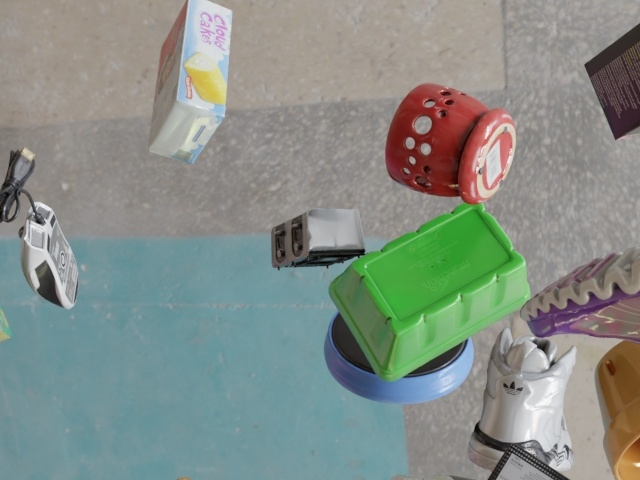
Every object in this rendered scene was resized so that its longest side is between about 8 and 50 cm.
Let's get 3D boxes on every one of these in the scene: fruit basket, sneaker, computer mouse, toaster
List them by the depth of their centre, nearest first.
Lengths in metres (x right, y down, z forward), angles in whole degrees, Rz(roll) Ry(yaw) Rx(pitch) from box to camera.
[{"bbox_3d":[0.271,0.055,0.576,0.236,0.095,0.105,-26,91,46],"label":"sneaker"},{"bbox_3d":[-0.293,0.002,0.739,0.042,0.106,0.193,-6,136,-4],"label":"computer mouse"},{"bbox_3d":[0.356,0.264,1.192,0.137,0.365,0.210,13,88,30],"label":"sneaker"},{"bbox_3d":[0.213,0.099,1.508,0.392,0.392,0.283,-42,66,24],"label":"fruit basket"},{"bbox_3d":[0.000,0.000,1.619,0.168,0.185,0.110,-20,73,56],"label":"toaster"}]

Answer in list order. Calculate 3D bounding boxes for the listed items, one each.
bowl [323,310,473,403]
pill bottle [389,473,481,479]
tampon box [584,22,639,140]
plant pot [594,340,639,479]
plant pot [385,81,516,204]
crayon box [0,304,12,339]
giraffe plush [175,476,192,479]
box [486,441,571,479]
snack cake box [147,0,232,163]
[{"bbox_3d":[0.202,0.260,1.885,0.390,0.391,0.077,8,123,16],"label":"bowl"},{"bbox_3d":[0.254,0.486,1.224,0.283,0.161,0.161,13,111,-11],"label":"pill bottle"},{"bbox_3d":[0.400,-0.196,0.795,0.120,0.161,0.102,-17,82,-21],"label":"tampon box"},{"bbox_3d":[0.644,0.305,1.347,0.290,0.204,0.291,-5,131,-6],"label":"plant pot"},{"bbox_3d":[0.234,-0.164,1.262,0.174,0.191,0.191,22,113,32],"label":"plant pot"},{"bbox_3d":[-0.466,0.100,0.843,0.165,0.278,0.081,-21,86,-21],"label":"crayon box"},{"bbox_3d":[-0.090,0.322,0.737,0.210,0.170,0.182,-11,107,3],"label":"giraffe plush"},{"bbox_3d":[0.301,0.321,0.742,0.270,0.216,0.060,31,78,24],"label":"box"},{"bbox_3d":[-0.234,-0.291,1.307,0.089,0.265,0.152,15,145,-25],"label":"snack cake box"}]
